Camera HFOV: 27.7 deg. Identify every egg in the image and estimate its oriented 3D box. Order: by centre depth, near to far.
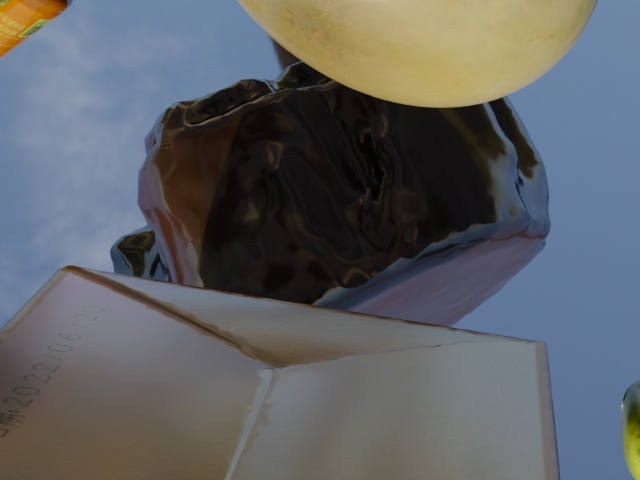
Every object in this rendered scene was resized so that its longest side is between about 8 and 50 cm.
[{"bbox_3d":[0.020,-0.108,0.397,0.152,0.114,0.114,45,-122,-16],"label":"egg"}]

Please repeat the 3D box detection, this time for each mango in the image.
[{"bbox_3d":[0.233,0.134,0.897,0.056,0.108,0.073,-3,-90,24],"label":"mango"}]

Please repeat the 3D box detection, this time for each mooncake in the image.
[{"bbox_3d":[0.000,0.000,1.023,0.350,0.381,0.212,-13,-108,-29],"label":"mooncake"}]

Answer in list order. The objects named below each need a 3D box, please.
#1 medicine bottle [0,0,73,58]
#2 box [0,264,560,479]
[{"bbox_3d":[-0.234,-0.118,0.720,0.192,0.096,0.096,-32,-131,19],"label":"medicine bottle"},{"bbox_3d":[-0.039,0.168,0.557,0.259,0.214,0.283,10,-160,5],"label":"box"}]
